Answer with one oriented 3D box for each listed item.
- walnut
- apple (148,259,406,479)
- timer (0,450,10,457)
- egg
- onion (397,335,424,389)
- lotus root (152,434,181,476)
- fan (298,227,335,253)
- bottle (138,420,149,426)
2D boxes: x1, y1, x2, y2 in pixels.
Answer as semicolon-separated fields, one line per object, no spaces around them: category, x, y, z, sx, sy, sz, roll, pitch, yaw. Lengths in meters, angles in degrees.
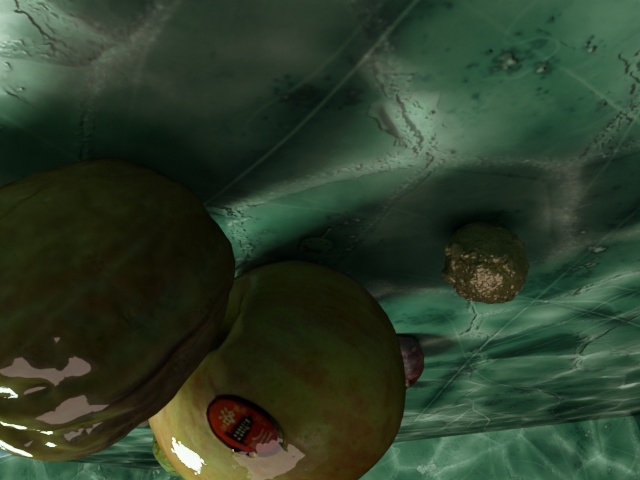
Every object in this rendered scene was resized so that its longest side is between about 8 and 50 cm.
walnut;-0.255;0.062;0.632;0.344;0.306;0.306;-38;174;-37
apple;-0.056;0.226;0.877;0.391;0.391;0.346;-24;121;34
timer;-0.562;0.301;1.036;0.395;0.173;0.395;-10;-175;1
egg;0.244;0.034;0.821;0.140;0.118;0.116;51;164;-18
onion;0.116;0.325;1.362;0.284;0.120;0.227;-6;147;7
lotus root;-0.343;0.622;1.775;0.346;0.250;0.250;-17;149;15
fan;0.000;0.000;0.859;0.056;0.004;0.083;9;149;-22
bottle;-0.637;0.604;1.888;0.053;0.053;0.140;-9;151;12
